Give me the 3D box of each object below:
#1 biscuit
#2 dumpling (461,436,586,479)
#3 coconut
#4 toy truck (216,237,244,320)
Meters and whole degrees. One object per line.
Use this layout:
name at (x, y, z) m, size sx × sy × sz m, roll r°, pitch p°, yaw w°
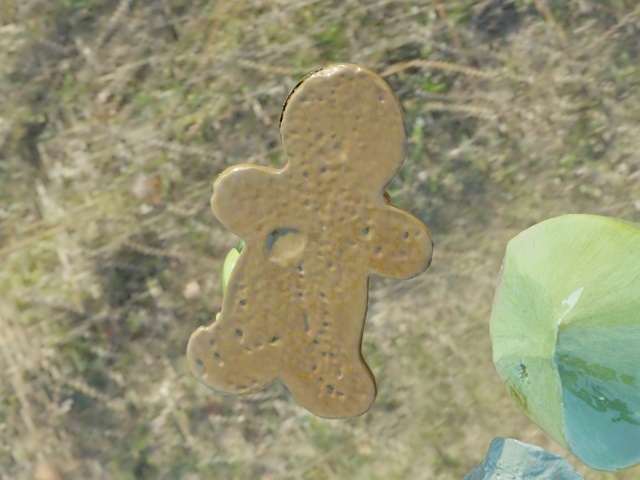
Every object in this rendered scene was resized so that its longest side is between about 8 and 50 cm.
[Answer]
biscuit at (0.000, 0.000, 1.476) m, size 0.216 × 0.047 × 0.340 m, roll 13°, pitch 105°, yaw 10°
dumpling at (0.193, 0.289, 1.557) m, size 0.152 × 0.108 × 0.219 m, roll 35°, pitch 140°, yaw 33°
coconut at (0.335, 0.111, 1.827) m, size 0.281 × 0.328 × 0.328 m, roll -30°, pitch 87°, yaw 27°
toy truck at (-0.045, 0.083, 2.157) m, size 0.211 × 0.187 × 0.148 m, roll 103°, pitch 158°, yaw -58°
